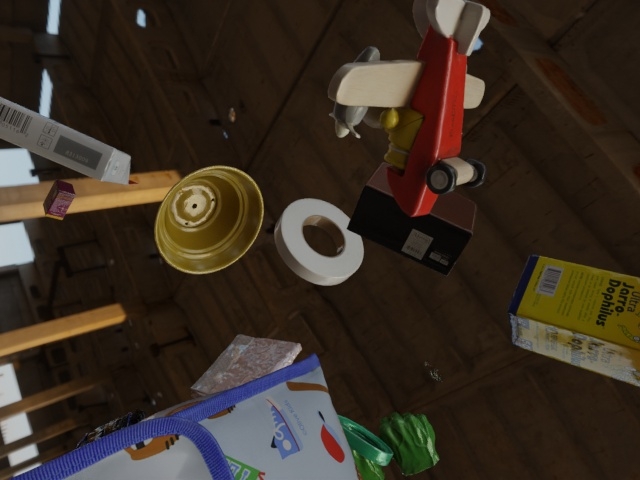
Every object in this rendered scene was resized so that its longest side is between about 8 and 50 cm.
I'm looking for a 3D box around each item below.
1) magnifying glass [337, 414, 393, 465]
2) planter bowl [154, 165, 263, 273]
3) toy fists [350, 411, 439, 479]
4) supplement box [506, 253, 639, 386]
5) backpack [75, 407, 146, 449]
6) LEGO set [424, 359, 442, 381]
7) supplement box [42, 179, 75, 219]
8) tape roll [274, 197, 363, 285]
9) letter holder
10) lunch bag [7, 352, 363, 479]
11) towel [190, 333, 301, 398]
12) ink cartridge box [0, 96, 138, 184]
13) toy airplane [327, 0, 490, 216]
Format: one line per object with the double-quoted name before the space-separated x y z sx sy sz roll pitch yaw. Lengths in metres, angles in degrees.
"magnifying glass" 0.011 0.262 0.679 0.026 0.231 0.092 -59 -162 -6
"planter bowl" -0.224 -0.051 0.889 0.090 0.217 0.217 35 -55 43
"toy fists" 0.156 0.529 1.197 0.279 0.096 0.142 -23 -86 8
"supplement box" 0.684 0.200 1.173 0.356 0.195 0.194 15 -30 36
"backpack" -0.277 0.348 0.651 0.173 0.116 0.158 8 -63 69
"LEGO set" 0.379 0.448 1.586 0.023 0.054 0.083 -46 -120 30
"supplement box" -0.669 -0.104 1.194 0.083 0.043 0.055 -52 -130 17
"tape roll" 0.000 0.000 1.925 0.392 0.392 0.072 60 -41 18
"letter holder" 0.261 -0.072 1.306 0.301 0.214 0.152 26 -55 7
"lunch bag" -0.098 0.312 0.407 0.239 0.385 0.328 -33 -107 28
"towel" -0.278 0.482 1.747 0.316 0.332 0.053 1 -58 34
"ink cartridge box" -0.638 -0.244 1.199 0.385 0.308 0.091 -148 -99 -79
"toy airplane" 0.189 -0.291 0.932 0.272 0.386 0.384 15 -113 43
